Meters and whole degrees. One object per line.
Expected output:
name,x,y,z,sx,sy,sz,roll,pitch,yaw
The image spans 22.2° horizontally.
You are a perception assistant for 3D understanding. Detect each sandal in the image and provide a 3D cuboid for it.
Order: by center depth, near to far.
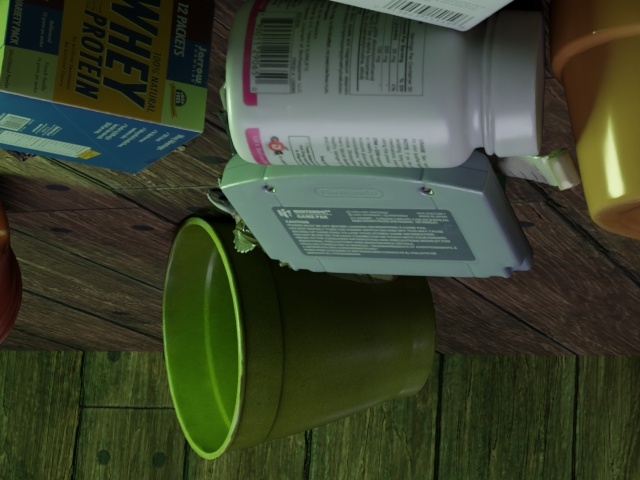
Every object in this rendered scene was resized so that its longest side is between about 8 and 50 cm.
sandal,0.000,0.000,2.125,0.219,0.060,0.090,17,163,7

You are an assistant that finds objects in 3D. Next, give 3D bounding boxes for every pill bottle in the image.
pill bottle,0.065,-0.148,1.530,0.283,0.160,0.160,2,167,11

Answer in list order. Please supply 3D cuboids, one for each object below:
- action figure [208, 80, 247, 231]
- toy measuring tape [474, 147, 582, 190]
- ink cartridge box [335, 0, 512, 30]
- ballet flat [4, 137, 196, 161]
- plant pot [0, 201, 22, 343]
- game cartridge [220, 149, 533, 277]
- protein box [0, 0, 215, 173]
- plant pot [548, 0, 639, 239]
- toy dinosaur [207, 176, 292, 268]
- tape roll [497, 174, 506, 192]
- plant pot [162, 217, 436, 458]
action figure,-0.026,-0.115,1.778,0.164,0.141,0.275,6,152,-18
toy measuring tape,0.186,-0.111,1.679,0.121,0.121,0.330,12,-179,-30
ink cartridge box,0.049,-0.252,1.303,0.275,0.060,0.239,10,165,-21
ballet flat,-0.277,-0.121,2.002,0.250,0.058,0.084,3,168,5
plant pot,-0.560,0.029,2.371,0.272,0.272,0.265,7,159,-13
game cartridge,0.056,-0.033,1.679,0.294,0.060,0.196,2,152,25
protein box,-0.237,-0.166,1.609,0.201,0.136,0.200,10,166,-24
plant pot,0.349,-0.114,1.492,0.291,0.203,0.291,5,167,1
toy dinosaur,-0.001,-0.002,2.256,0.313,0.121,0.160,14,-174,3
tape roll,0.072,-0.075,2.052,0.321,0.077,0.321,4,168,1
plant pot,-0.024,0.137,2.533,0.353,0.366,0.366,-4,171,-23
